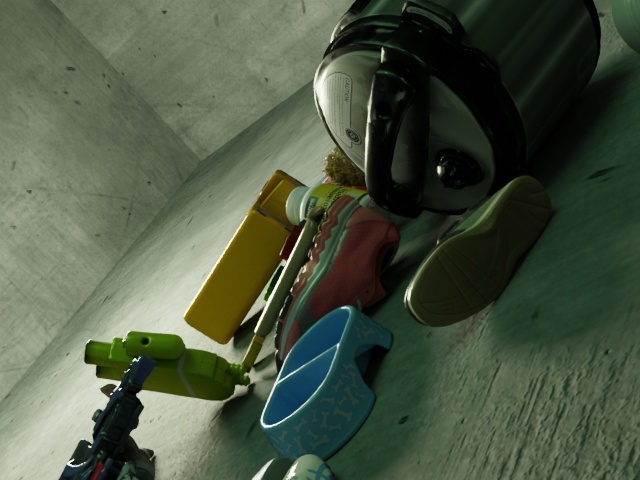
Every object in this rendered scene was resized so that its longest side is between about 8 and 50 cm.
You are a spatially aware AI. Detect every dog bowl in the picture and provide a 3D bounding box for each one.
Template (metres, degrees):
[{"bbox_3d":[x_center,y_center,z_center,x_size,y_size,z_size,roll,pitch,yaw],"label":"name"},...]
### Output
[{"bbox_3d":[0.005,0.197,1.665,0.166,0.074,0.297,-36,15,29],"label":"dog bowl"}]

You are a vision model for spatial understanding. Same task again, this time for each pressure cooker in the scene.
[{"bbox_3d":[0.198,-0.249,1.852,0.375,0.370,0.420,-7,38,53],"label":"pressure cooker"}]

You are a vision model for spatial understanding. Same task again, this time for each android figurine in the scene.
[{"bbox_3d":[-0.255,0.216,2.009,0.248,0.272,0.056,78,-160,-66],"label":"android figurine"}]

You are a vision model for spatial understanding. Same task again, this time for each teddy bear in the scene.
[{"bbox_3d":[0.126,-0.161,2.210,0.245,0.113,0.338,-1,9,2],"label":"teddy bear"}]

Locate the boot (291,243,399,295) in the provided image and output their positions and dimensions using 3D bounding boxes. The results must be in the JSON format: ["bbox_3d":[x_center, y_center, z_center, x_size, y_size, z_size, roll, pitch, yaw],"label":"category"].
[{"bbox_3d":[0.043,0.033,2.040,0.244,0.088,0.176,-41,12,25],"label":"boot"}]

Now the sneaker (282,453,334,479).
[{"bbox_3d":[-0.043,0.323,1.396,0.085,0.086,0.237,-38,13,27],"label":"sneaker"}]

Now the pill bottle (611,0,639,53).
[{"bbox_3d":[0.543,-0.354,1.632,0.162,0.162,0.278,-49,14,-25],"label":"pill bottle"}]

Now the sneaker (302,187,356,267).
[{"bbox_3d":[0.000,0.000,2.290,0.228,0.086,0.132,-45,5,-41],"label":"sneaker"}]

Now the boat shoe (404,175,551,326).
[{"bbox_3d":[0.204,0.021,1.597,0.285,0.103,0.092,-46,8,-30],"label":"boat shoe"}]

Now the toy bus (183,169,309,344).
[{"bbox_3d":[-0.133,0.031,2.291,0.333,0.108,0.130,-57,2,15],"label":"toy bus"}]

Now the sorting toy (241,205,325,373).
[{"bbox_3d":[-0.077,0.087,2.005,0.229,0.041,0.307,-75,11,-81],"label":"sorting toy"}]

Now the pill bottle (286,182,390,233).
[{"bbox_3d":[0.029,-0.048,2.136,0.184,0.103,0.103,13,52,40],"label":"pill bottle"}]

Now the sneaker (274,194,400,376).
[{"bbox_3d":[0.028,0.087,1.856,0.116,0.136,0.314,57,-125,-78],"label":"sneaker"}]

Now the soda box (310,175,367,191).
[{"bbox_3d":[0.012,-0.073,2.437,0.263,0.083,0.092,-42,13,8],"label":"soda box"}]

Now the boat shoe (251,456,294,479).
[{"bbox_3d":[-0.092,0.362,1.464,0.076,0.083,0.226,-47,-3,38],"label":"boat shoe"}]

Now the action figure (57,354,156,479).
[{"bbox_3d":[-0.316,0.348,1.928,0.341,0.178,0.330,-59,19,4],"label":"action figure"}]
